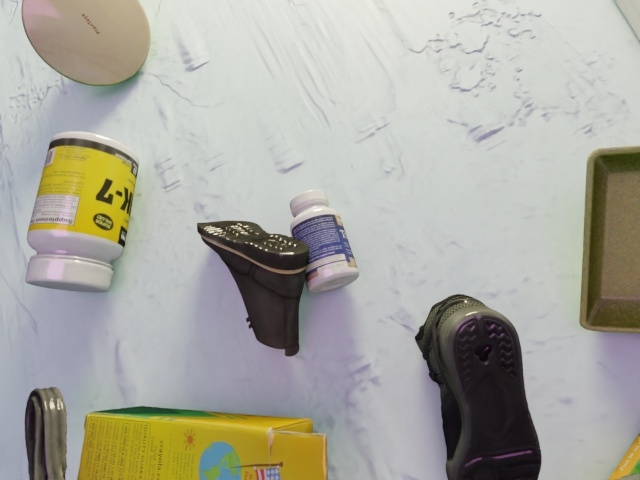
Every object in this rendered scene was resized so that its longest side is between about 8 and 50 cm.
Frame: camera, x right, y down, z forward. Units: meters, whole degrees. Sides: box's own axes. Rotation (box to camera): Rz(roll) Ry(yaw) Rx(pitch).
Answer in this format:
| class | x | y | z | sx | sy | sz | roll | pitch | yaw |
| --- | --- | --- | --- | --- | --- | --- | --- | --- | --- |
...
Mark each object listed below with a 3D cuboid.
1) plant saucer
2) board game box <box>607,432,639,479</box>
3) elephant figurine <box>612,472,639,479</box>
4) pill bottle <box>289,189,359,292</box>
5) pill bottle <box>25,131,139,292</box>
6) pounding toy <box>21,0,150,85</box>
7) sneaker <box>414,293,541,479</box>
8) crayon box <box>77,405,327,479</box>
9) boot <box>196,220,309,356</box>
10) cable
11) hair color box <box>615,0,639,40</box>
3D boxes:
| class | x | y | z | sx | sy | sz | roll | pitch | yaw |
| --- | --- | --- | --- | --- | --- | --- | --- | --- | --- |
| plant saucer | 0.360 | -0.002 | 0.395 | 0.189 | 0.045 | 0.187 | -1 | 102 | 19 |
| board game box | 0.347 | 0.241 | 0.367 | 0.124 | 0.039 | 0.259 | 37 | 88 | 20 |
| elephant figurine | 0.310 | 0.291 | 0.269 | 0.186 | 0.170 | 0.239 | -44 | 66 | 25 |
| pill bottle | 0.000 | 0.000 | 0.507 | 0.067 | 0.067 | 0.120 | -20 | 70 | 8 |
| pill bottle | -0.337 | -0.036 | 0.574 | 0.120 | 0.119 | 0.208 | -1 | 74 | 14 |
| pounding toy | -0.401 | -0.382 | 0.691 | 0.183 | 0.110 | 0.236 | -17 | 107 | -22 |
| sneaker | 0.157 | 0.160 | 0.420 | 0.087 | 0.130 | 0.227 | -11 | 99 | 6 |
| crayon box | -0.118 | 0.285 | 0.407 | 0.319 | 0.081 | 0.201 | -8 | 71 | 27 |
| boot | -0.098 | 0.053 | 0.518 | 0.198 | 0.077 | 0.136 | 22 | 116 | 46 |
| cable | -0.262 | 0.287 | 0.424 | 0.287 | 0.072 | 0.139 | 38 | 113 | 44 |
| hair color box | 0.445 | -0.248 | 0.408 | 0.110 | 0.185 | 0.338 | -14 | 71 | 8 |
